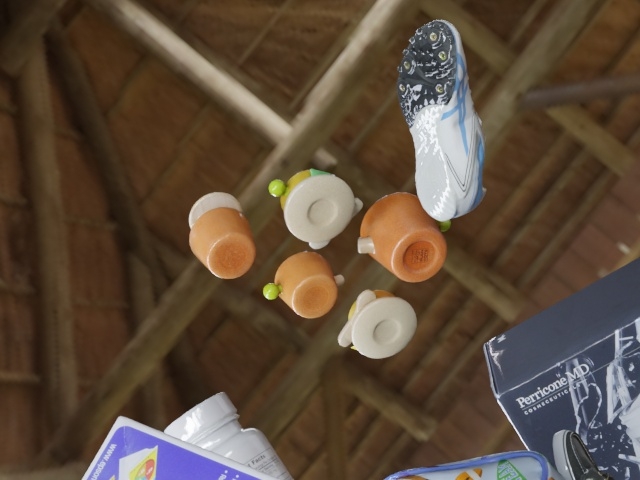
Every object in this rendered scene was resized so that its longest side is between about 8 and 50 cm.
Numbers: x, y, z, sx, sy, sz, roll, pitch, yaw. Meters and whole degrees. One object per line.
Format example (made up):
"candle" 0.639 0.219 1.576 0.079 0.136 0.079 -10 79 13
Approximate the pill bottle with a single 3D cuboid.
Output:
"pill bottle" -0.114 0.333 1.903 0.131 0.229 0.131 -33 -8 -5

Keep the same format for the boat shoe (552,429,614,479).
"boat shoe" 0.262 0.240 1.288 0.040 0.142 0.049 -32 -26 29

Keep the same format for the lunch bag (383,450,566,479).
"lunch bag" 0.125 0.338 1.238 0.243 0.115 0.303 -20 42 39

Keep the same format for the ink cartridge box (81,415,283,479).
"ink cartridge box" -0.084 0.233 0.833 0.206 0.208 0.045 -61 -26 -26

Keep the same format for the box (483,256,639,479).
"box" 0.421 0.197 1.641 0.343 0.312 0.179 -31 12 10

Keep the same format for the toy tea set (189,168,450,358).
"toy tea set" 0.000 0.000 1.667 0.336 0.124 0.200 26 -75 -29

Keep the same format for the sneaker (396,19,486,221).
"sneaker" 0.142 -0.137 1.523 0.086 0.085 0.237 -32 -52 -36
